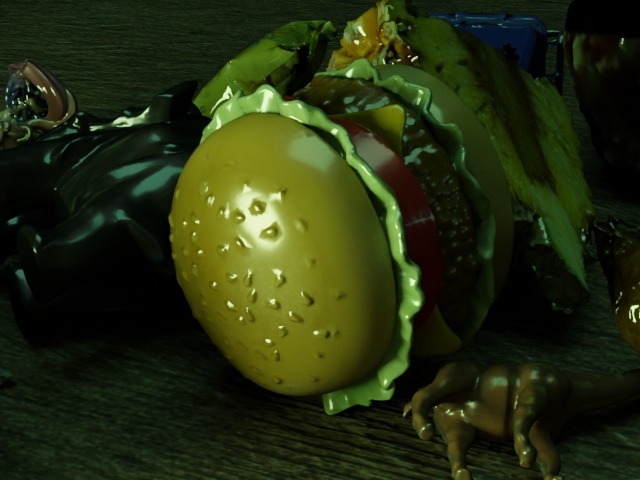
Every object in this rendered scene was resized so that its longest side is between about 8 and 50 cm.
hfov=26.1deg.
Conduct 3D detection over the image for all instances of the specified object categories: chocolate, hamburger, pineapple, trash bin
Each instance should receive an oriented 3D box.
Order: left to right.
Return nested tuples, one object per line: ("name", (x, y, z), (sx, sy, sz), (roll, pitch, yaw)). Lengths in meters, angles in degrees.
("hamburger", (0.000, 0.000, 1.104), (0.212, 0.274, 0.274), (-23, 32, -36))
("pineapple", (0.116, -0.029, 1.279), (0.209, 0.286, 0.344), (-30, -28, 29))
("trash bin", (0.189, -0.158, 1.598), (0.184, 0.162, 0.234), (2, 30, 10))
("chocolate", (0.403, -0.180, 1.559), (0.225, 0.210, 0.340), (1, 22, 24))

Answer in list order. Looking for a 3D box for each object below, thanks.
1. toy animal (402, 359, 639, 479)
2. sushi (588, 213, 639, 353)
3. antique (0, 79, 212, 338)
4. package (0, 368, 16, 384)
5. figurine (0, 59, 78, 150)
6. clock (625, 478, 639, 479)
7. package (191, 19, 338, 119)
("toy animal", (0.189, 0.126, 1.064), (0.224, 0.066, 0.229), (8, 20, 15))
("sushi", (0.354, 0.055, 1.069), (0.287, 0.140, 0.149), (32, 38, 30))
("antique", (-0.190, -0.032, 1.309), (0.255, 0.185, 0.322), (-20, 35, -23))
("package", (-0.306, 0.129, 1.151), (0.037, 0.015, 0.110), (18, 32, 36))
("figurine", (-0.355, -0.135, 1.664), (0.126, 0.114, 0.157), (-21, 37, 46))
("clock", (0.225, 0.254, 0.727), (0.339, 0.102, 0.338), (-1, 25, 0))
("package", (-0.080, -0.189, 1.686), (0.226, 0.090, 0.168), (-38, 5, 24))
